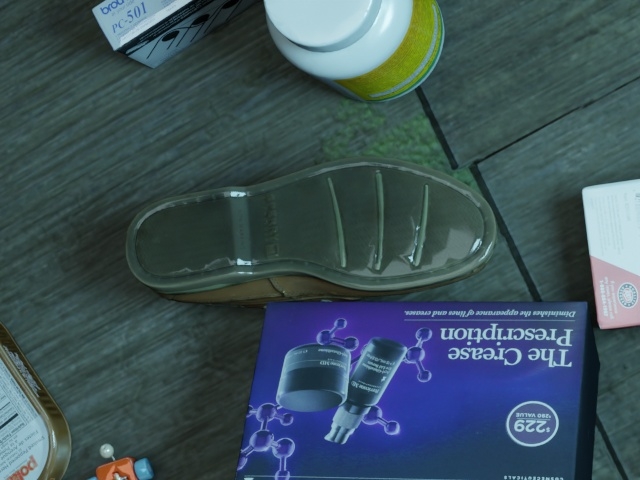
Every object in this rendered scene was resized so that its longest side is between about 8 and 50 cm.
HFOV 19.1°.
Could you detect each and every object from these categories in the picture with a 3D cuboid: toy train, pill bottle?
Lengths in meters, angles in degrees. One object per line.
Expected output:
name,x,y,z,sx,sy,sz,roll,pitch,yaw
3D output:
toy train,-0.204,0.253,1.627,0.166,0.046,0.125,-25,79,9
pill bottle,0.024,-0.180,1.512,0.118,0.208,0.117,-1,86,15

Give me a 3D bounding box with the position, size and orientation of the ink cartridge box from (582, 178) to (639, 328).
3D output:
ink cartridge box,0.313,0.003,1.496,0.198,0.067,0.115,-8,84,16

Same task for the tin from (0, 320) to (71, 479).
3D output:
tin,-0.295,0.145,1.663,0.106,0.040,0.189,-39,78,13

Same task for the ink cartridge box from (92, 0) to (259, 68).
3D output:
ink cartridge box,-0.082,-0.223,1.600,0.207,0.097,0.046,-31,79,10

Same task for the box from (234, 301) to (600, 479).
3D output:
box,0.079,0.147,1.491,0.261,0.103,0.184,-1,57,14

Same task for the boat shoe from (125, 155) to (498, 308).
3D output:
boat shoe,0.000,0.000,1.563,0.307,0.104,0.110,0,74,17
